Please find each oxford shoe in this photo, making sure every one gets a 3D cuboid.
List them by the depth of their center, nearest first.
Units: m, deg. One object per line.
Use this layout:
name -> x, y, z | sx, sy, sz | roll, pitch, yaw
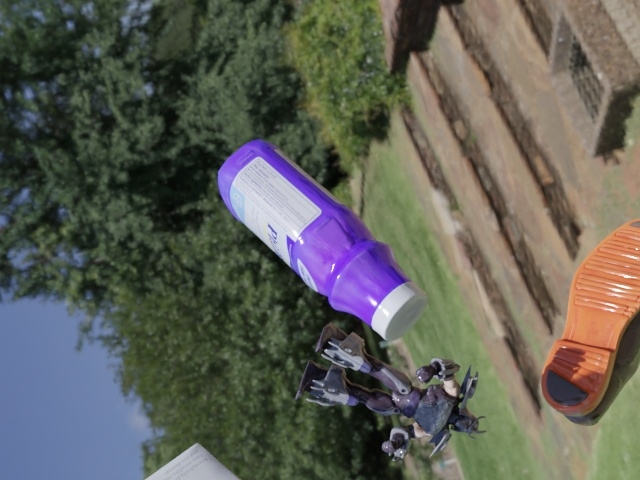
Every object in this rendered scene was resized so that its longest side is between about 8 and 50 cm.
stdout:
oxford shoe -> 0.480, 0.133, 1.392 | 0.130, 0.364, 0.132 | 21, 166, 44

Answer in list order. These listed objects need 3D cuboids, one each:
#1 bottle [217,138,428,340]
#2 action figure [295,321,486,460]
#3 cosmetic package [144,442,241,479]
bottle -> 0.000, 0.000, 0.957 | 0.283, 0.092, 0.118 | 42, 167, 29
action figure -> 0.114, 0.234, 1.258 | 0.099, 0.285, 0.185 | -64, -4, -75
cosmetic package -> -0.221, 0.540, 1.343 | 0.156, 0.217, 0.385 | 30, 132, 33
